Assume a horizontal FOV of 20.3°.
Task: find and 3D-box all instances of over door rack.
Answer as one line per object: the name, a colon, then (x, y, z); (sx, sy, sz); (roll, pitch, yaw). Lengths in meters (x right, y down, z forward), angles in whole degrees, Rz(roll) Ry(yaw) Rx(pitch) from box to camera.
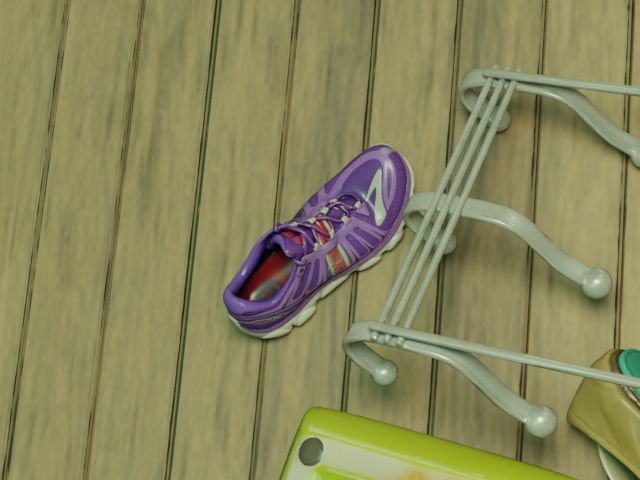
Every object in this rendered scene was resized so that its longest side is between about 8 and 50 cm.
over door rack: (0.199, 0.006, 1.135); (0.324, 0.108, 0.239); (3, 57, 37)

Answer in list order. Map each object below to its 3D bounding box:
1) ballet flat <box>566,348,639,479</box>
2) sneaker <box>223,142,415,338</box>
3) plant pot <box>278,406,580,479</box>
ballet flat: (0.247, 0.171, 1.147); (0.232, 0.080, 0.073); (52, 119, 24)
sneaker: (0.000, 0.000, 1.254); (0.068, 0.071, 0.170); (41, 87, 22)
plant pot: (0.075, 0.229, 1.064); (0.228, 0.207, 0.227); (13, 78, 34)
